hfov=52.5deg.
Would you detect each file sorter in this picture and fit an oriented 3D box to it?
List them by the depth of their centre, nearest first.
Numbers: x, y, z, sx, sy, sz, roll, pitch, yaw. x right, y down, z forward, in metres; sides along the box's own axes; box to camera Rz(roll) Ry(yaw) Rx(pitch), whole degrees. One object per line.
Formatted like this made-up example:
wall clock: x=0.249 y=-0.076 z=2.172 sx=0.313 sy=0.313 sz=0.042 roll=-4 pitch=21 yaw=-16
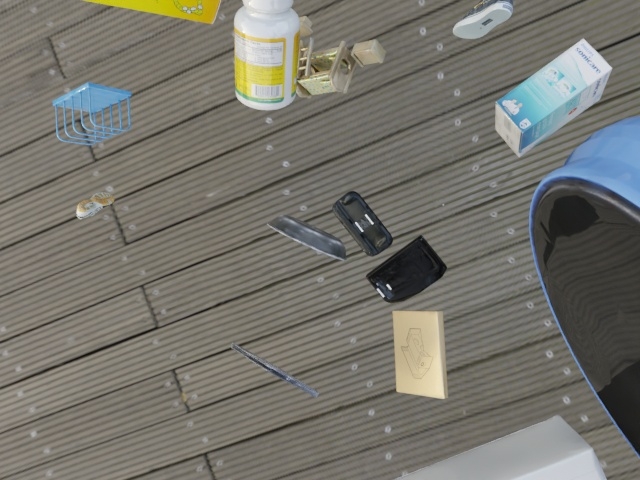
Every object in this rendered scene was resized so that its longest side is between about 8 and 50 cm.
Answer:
file sorter: x=-0.566 y=-0.310 z=1.613 sx=0.170 sy=0.118 sz=0.105 roll=-10 pitch=83 yaw=40

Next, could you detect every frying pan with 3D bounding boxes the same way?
frying pan: x=0.017 y=0.010 z=1.498 sx=0.197 sy=0.326 sz=0.053 roll=29 pitch=96 yaw=45

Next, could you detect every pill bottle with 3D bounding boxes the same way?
pill bottle: x=-0.096 y=-0.351 z=1.159 sx=0.117 sy=0.118 sz=0.208 roll=14 pitch=133 yaw=10

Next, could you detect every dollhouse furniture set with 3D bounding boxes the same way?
dollhouse furniture set: x=0.004 y=-0.375 z=1.308 sx=0.182 sy=0.161 sz=0.101 roll=2 pitch=66 yaw=43

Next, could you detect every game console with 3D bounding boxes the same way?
game console: x=0.183 y=0.007 z=1.889 sx=0.213 sy=0.044 sz=0.361 roll=-38 pitch=92 yaw=28

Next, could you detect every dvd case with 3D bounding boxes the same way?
dvd case: x=-0.119 y=0.323 z=1.633 sx=0.164 sy=0.221 sz=0.018 roll=35 pitch=79 yaw=-29

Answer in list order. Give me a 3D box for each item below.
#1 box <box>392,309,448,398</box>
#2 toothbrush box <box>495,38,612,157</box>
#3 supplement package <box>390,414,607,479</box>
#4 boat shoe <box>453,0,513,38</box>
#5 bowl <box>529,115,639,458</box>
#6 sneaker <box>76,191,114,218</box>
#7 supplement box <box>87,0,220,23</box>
box: x=0.237 y=0.268 z=1.553 sx=0.021 sy=0.164 sz=0.201 roll=1 pitch=85 yaw=-34
toothbrush box: x=0.657 y=-0.400 z=1.857 sx=0.295 sy=0.216 sz=0.126 roll=-37 pitch=72 yaw=4
supplement package: x=0.211 y=0.338 z=0.775 sx=0.261 sy=0.204 sz=0.145 roll=-25 pitch=81 yaw=7
boat shoe: x=0.386 y=-0.538 z=1.518 sx=0.065 sy=0.183 sz=0.083 roll=20 pitch=78 yaw=-25
bowl: x=0.302 y=0.091 z=0.535 sx=0.077 sy=0.391 sz=0.391 roll=-26 pitch=88 yaw=-2
sneaker: x=-0.450 y=-0.069 z=1.288 sx=0.032 sy=0.083 sz=0.037 roll=48 pitch=132 yaw=11
supplement box: x=-0.400 y=-0.638 z=1.430 sx=0.194 sy=0.356 sz=0.195 roll=61 pitch=137 yaw=36
